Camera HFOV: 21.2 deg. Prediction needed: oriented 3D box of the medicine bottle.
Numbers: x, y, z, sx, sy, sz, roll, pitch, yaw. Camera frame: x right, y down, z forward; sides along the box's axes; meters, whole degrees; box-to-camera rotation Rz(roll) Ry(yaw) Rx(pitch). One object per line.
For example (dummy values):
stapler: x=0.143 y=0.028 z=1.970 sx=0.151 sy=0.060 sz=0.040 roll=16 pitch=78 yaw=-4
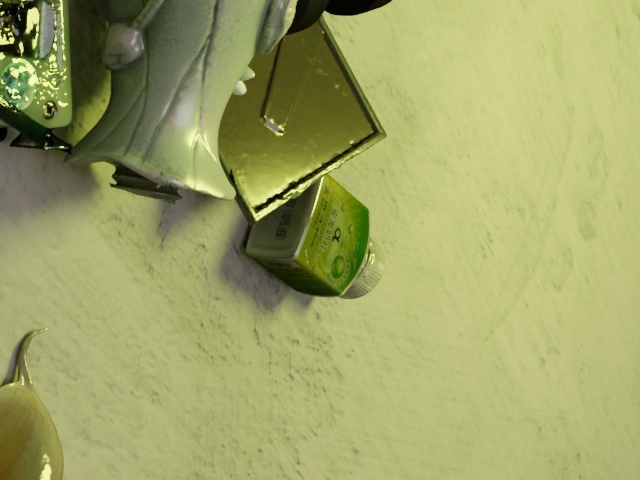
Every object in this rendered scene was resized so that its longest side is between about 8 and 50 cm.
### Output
medicine bottle: x=0.000 y=0.000 z=2.181 sx=0.188 sy=0.088 sz=0.132 roll=38 pitch=63 yaw=-49

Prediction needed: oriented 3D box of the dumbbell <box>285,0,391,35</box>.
dumbbell: x=-0.011 y=-0.331 z=2.048 sx=0.218 sy=0.152 sz=0.152 roll=-25 pitch=116 yaw=-49

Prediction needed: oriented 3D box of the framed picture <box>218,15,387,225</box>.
framed picture: x=-0.046 y=-0.163 z=2.076 sx=0.281 sy=0.019 sz=0.209 roll=-34 pitch=98 yaw=-45

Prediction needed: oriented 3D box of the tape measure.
tape measure: x=-0.333 y=-0.187 z=1.675 sx=0.207 sy=0.115 sz=0.235 roll=-17 pitch=111 yaw=-53

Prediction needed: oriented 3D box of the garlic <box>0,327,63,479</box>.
garlic: x=-0.328 y=0.226 z=1.796 sx=0.266 sy=0.129 sz=0.148 roll=-55 pitch=149 yaw=-47

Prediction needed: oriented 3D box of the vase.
vase: x=-0.139 y=-0.263 z=1.819 sx=0.250 sy=0.250 sz=0.445 roll=11 pitch=93 yaw=-54
